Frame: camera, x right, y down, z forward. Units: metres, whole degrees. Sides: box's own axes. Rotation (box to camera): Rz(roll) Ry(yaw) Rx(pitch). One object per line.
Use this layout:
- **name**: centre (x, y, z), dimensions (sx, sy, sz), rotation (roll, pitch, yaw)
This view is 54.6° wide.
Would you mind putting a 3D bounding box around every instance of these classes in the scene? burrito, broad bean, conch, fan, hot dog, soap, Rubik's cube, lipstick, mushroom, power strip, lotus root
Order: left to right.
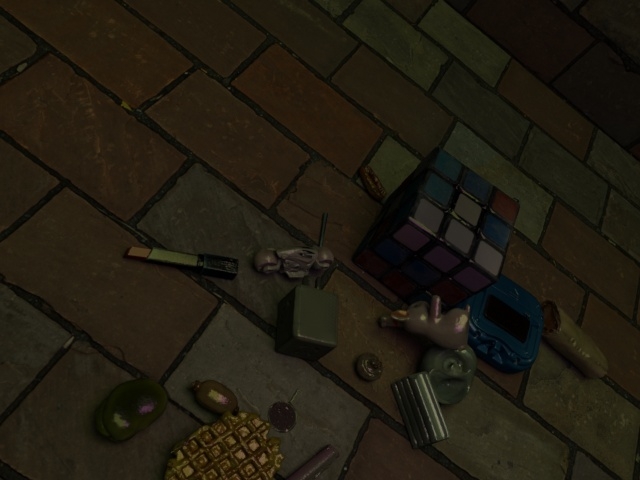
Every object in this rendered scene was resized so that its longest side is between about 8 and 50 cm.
- **broad bean**: centre (-0.453, 0.402, 1.475), dimensions (0.124, 0.082, 0.174), rotation (45, 41, 1)
- **lipstick**: centre (-0.385, 0.054, 1.724), dimensions (0.312, 0.051, 0.051), rotation (12, 59, -22)
- **lotus root**: centre (-0.269, 0.398, 1.580), dimensions (0.150, 0.062, 0.073), rotation (34, 52, -9)
- **fan**: centre (-0.091, 0.457, 1.681), dimensions (0.085, 0.005, 0.133), rotation (37, 53, -4)
- **power strip**: centre (-0.036, 0.209, 1.770), dimensions (0.139, 0.140, 0.224), rotation (16, 56, -20)
- **hot dog**: centre (0.180, -0.204, 2.191), dimensions (0.062, 0.038, 0.144), rotation (-21, 73, -33)
- **mushroom**: centre (0.150, 0.367, 1.817), dimensions (0.085, 0.079, 0.085), rotation (11, 61, -21)
- **soap**: centre (0.289, 0.491, 1.797), dimensions (0.066, 0.119, 0.198), rotation (-4, 65, -33)
- **Rubik's cube**: centre (0.369, -0.020, 1.986), dimensions (0.362, 0.359, 0.363), rotation (38, 51, -7)
- **conch**: centre (0.388, 0.403, 1.900), dimensions (0.221, 0.121, 0.185), rotation (-24, 72, -31)
- **burrito**: centre (0.894, 0.357, 2.217), dimensions (0.299, 0.105, 0.143), rotation (45, 42, 2)

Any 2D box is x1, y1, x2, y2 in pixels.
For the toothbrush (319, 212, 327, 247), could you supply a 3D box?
- **toothbrush**: centre (0.000, 0.000, 1.989), dimensions (0.019, 0.016, 0.219), rotation (17, 57, -10)

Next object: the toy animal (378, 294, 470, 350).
- **toy animal**: centre (0.322, 0.233, 1.878), dimensions (0.282, 0.140, 0.138), rotation (20, 67, 19)

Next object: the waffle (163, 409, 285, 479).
- **waffle**: centre (-0.227, 0.537, 1.494), dimensions (0.281, 0.060, 0.262), rotation (17, 57, -12)

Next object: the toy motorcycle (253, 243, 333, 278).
- **toy motorcycle**: centre (-0.074, 0.051, 1.854), dimensions (0.254, 0.112, 0.112), rotation (-2, 64, -24)

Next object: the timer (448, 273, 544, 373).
- **timer**: centre (0.606, 0.266, 2.106), dimensions (0.340, 0.115, 0.309), rotation (33, 55, -8)

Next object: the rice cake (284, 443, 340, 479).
- **rice cake**: centre (-0.052, 0.611, 1.585), dimensions (0.270, 0.049, 0.055), rotation (-27, 64, -36)
